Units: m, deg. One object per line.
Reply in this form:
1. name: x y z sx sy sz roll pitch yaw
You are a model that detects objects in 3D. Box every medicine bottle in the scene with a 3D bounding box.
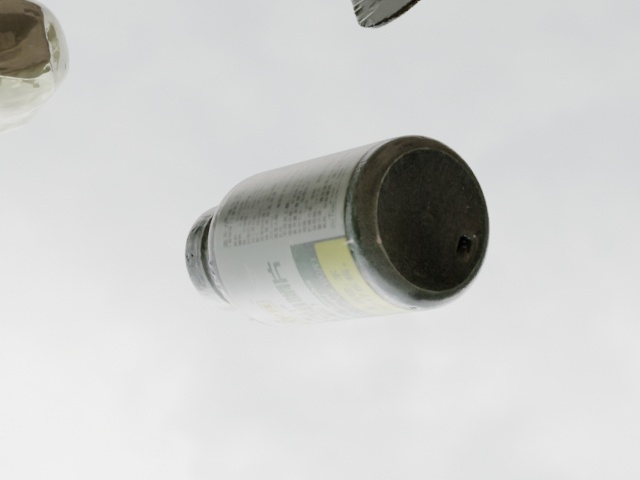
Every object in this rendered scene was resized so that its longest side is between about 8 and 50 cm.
1. medicine bottle: 0.000 0.000 1.257 0.141 0.293 0.141 5 -99 -36

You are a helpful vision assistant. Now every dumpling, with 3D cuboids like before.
1. dumpling: -0.316 -0.163 1.383 0.162 0.132 0.250 -16 -170 -9

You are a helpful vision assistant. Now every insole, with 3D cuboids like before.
1. insole: 0.068 -0.313 1.650 0.009 0.119 0.348 52 -166 -26
